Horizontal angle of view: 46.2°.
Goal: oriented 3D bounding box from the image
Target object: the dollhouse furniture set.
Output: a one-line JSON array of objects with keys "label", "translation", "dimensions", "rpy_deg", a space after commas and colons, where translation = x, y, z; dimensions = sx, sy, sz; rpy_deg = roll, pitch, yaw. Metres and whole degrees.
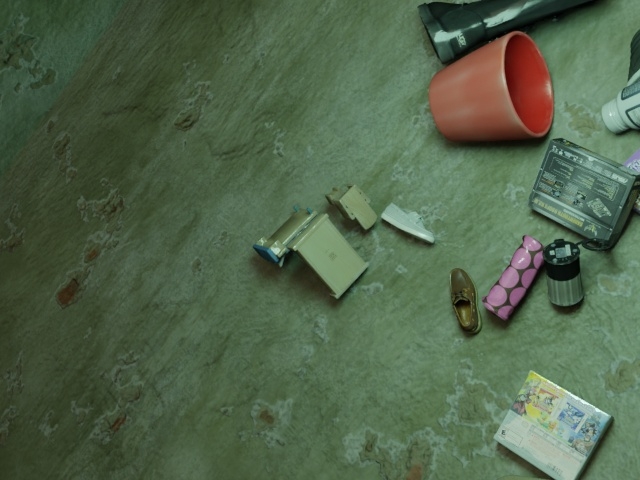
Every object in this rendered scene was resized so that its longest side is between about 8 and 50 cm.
[{"label": "dollhouse furniture set", "translation": [0.000, 0.000, 2.188], "dimensions": [0.286, 0.198, 0.303], "rpy_deg": [-46, 21, -15]}]

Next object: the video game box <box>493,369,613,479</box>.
[{"label": "video game box", "translation": [0.530, 0.429, 1.719], "dimensions": [0.205, 0.048, 0.187], "rpy_deg": [30, 93, 35]}]

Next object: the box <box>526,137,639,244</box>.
[{"label": "box", "translation": [0.626, -0.118, 1.791], "dimensions": [0.231, 0.056, 0.183], "rpy_deg": [34, 124, 37]}]

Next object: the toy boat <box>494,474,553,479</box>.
[{"label": "toy boat", "translation": [0.460, 0.617, 1.655], "dimensions": [0.231, 0.151, 0.151], "rpy_deg": [-6, 109, 42]}]

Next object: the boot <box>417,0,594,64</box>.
[{"label": "boot", "translation": [0.503, -0.640, 2.026], "dimensions": [0.445, 0.146, 0.367], "rpy_deg": [-23, 28, 12]}]

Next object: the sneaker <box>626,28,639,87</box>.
[{"label": "sneaker", "translation": [0.809, -0.470, 1.744], "dimensions": [0.105, 0.296, 0.146], "rpy_deg": [11, 68, -9]}]

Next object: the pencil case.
[{"label": "pencil case", "translation": [0.479, 0.092, 1.843], "dimensions": [0.095, 0.098, 0.209], "rpy_deg": [34, 94, -9]}]

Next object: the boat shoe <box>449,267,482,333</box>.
[{"label": "boat shoe", "translation": [0.365, 0.148, 1.910], "dimensions": [0.064, 0.060, 0.178], "rpy_deg": [-22, 63, 24]}]

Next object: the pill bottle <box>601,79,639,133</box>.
[{"label": "pill bottle", "translation": [0.765, -0.325, 1.771], "dimensions": [0.180, 0.108, 0.108], "rpy_deg": [-25, 59, 51]}]

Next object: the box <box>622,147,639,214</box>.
[{"label": "box", "translation": [0.839, -0.170, 1.727], "dimensions": [0.293, 0.057, 0.201], "rpy_deg": [-46, 55, 10]}]

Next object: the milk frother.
[{"label": "milk frother", "translation": [0.601, 0.065, 1.749], "dimensions": [0.143, 0.134, 0.129], "rpy_deg": [5, 43, 30]}]

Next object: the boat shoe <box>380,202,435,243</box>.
[{"label": "boat shoe", "translation": [0.248, -0.051, 2.056], "dimensions": [0.184, 0.066, 0.063], "rpy_deg": [32, 93, 45]}]

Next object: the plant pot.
[{"label": "plant pot", "translation": [0.432, -0.375, 1.941], "dimensions": [0.243, 0.275, 0.274], "rpy_deg": [-8, 69, 42]}]
